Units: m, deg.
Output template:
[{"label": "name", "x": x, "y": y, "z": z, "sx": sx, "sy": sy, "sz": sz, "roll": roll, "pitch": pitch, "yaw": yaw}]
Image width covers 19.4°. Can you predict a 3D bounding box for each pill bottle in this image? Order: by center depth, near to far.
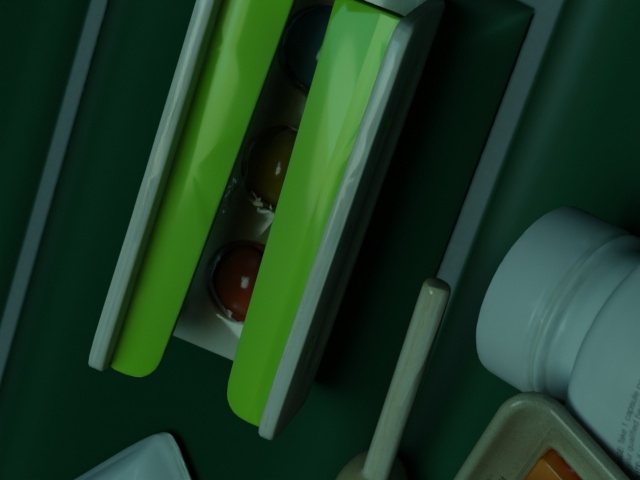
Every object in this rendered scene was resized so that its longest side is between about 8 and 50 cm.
[{"label": "pill bottle", "x": 0.199, "y": 0.075, "z": 0.955, "sx": 0.229, "sy": 0.131, "sz": 0.131, "roll": 30, "pitch": 114, "yaw": 32}]

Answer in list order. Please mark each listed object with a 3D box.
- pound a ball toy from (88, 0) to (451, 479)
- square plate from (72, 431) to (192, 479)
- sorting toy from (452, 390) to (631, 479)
[{"label": "pound a ball toy", "x": 0.000, "y": 0.000, "z": 1.128, "sx": 0.208, "sy": 0.136, "sz": 0.319, "roll": 21, "pitch": 111, "yaw": 8}, {"label": "square plate", "x": -0.168, "y": 0.353, "z": 1.342, "sx": 0.347, "sy": 0.049, "sz": 0.344, "roll": -30, "pitch": 77, "yaw": 38}, {"label": "sorting toy", "x": 0.139, "y": 0.190, "z": 0.974, "sx": 0.196, "sy": 0.047, "sz": 0.348, "roll": 44, "pitch": 147, "yaw": 15}]
